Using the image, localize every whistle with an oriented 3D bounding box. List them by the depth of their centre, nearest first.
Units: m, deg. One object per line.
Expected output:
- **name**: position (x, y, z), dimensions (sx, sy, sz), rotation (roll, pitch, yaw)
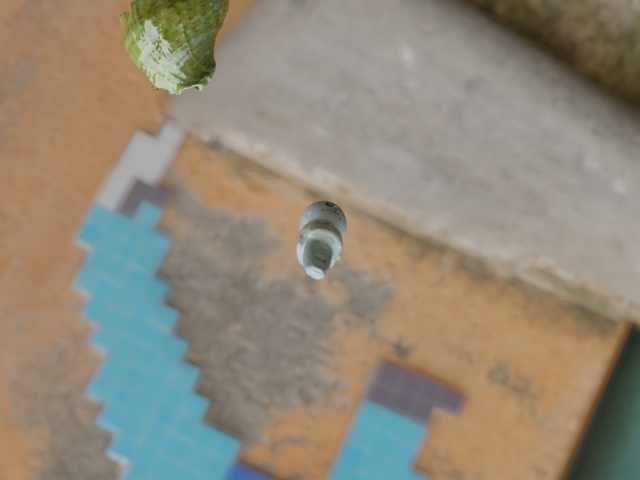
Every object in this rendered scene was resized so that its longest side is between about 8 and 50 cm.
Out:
- **whistle**: position (0.000, 0.000, 1.337), dimensions (0.035, 0.100, 0.035), rotation (2, 116, 4)

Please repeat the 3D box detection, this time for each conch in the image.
- **conch**: position (-0.112, -0.166, 1.460), dimensions (0.089, 0.121, 0.074), rotation (-14, 162, 24)
